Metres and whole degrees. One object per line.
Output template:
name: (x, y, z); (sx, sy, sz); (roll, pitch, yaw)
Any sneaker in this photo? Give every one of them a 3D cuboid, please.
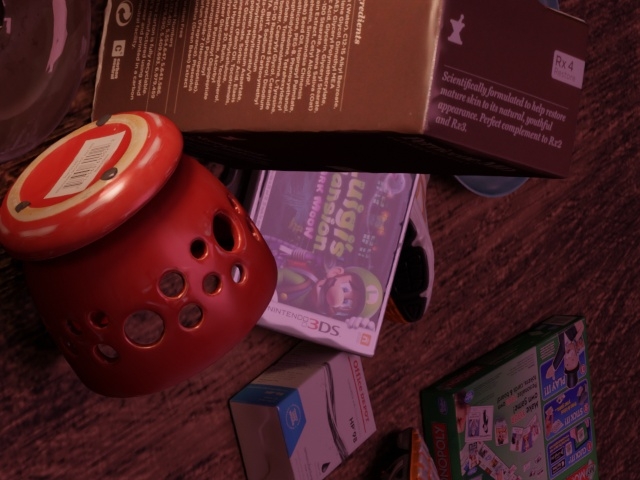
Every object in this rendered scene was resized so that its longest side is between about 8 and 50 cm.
sneaker: (0.082, -0.047, 2.011); (0.121, 0.099, 0.262); (-37, 122, -53)
sneaker: (0.078, 0.286, 2.039); (0.084, 0.083, 0.215); (61, 27, -43)

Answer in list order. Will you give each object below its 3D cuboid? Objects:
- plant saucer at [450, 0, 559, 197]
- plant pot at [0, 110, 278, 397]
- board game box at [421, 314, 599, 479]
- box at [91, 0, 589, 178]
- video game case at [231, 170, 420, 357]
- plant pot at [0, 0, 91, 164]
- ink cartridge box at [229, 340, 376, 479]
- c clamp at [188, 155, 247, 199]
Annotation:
plant saucer: (0.177, -0.206, 2.182); (0.317, 0.043, 0.318); (-3, 94, -56)
plant pot: (-0.156, 0.004, 1.594); (0.174, 0.191, 0.191); (57, 47, -27)
board game box: (0.225, 0.229, 2.271); (0.317, 0.046, 0.214); (-22, 111, -53)
box: (0.009, -0.134, 1.624); (0.191, 0.381, 0.143); (13, 81, -46)
video game case: (0.000, 0.000, 1.877); (0.173, 0.022, 0.190); (18, 83, -29)
plant pot: (-0.314, -0.144, 1.271); (0.323, 0.280, 0.323); (-4, 95, -54)
ink cartridge box: (-0.006, 0.162, 1.921); (0.180, 0.060, 0.104); (-37, 121, -48)
c clamp: (-0.099, -0.096, 1.806); (0.137, 0.022, 0.161); (45, 57, -46)
